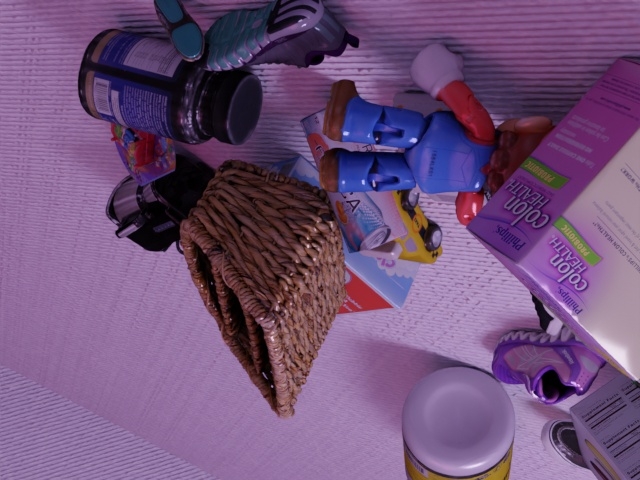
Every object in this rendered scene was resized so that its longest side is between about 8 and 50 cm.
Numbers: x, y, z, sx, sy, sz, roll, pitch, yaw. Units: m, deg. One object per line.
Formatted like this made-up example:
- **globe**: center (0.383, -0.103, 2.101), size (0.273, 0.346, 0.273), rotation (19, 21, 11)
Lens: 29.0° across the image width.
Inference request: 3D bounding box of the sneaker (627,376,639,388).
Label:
- **sneaker**: center (0.417, 0.118, 1.582), size (0.146, 0.134, 0.343), rotation (8, 149, 35)

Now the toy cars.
- **toy cars**: center (0.118, -0.053, 1.600), size (0.176, 0.087, 0.393), rotation (28, 154, -3)

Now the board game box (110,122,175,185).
- **board game box**: center (-0.269, -0.146, 1.770), size (0.169, 0.033, 0.133), rotation (-17, 95, 55)

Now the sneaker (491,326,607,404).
- **sneaker**: center (0.329, 0.195, 1.839), size (0.095, 0.104, 0.236), rotation (35, 154, -20)

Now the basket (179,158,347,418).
- **basket**: center (-0.100, 0.064, 1.665), size (0.213, 0.223, 0.299), rotation (20, 153, 13)

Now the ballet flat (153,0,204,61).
- **ballet flat**: center (-0.168, -0.255, 1.503), size (0.041, 0.041, 0.114), rotation (89, 155, -61)

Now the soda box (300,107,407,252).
- **soda box**: center (0.041, -0.080, 1.540), size (0.058, 0.063, 0.183), rotation (-15, 97, 67)

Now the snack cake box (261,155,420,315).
- **snack cake box**: center (0.000, 0.000, 1.806), size (0.264, 0.089, 0.152), rotation (41, 149, -27)

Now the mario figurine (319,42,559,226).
- **mario figurine**: center (0.166, -0.101, 1.406), size (0.321, 0.170, 0.198), rotation (9, 153, 5)

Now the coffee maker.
- **coffee maker**: center (-0.219, -0.051, 1.912), size (0.171, 0.120, 0.178), rotation (18, 162, -29)

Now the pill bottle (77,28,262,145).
- **pill bottle**: center (-0.192, -0.192, 1.591), size (0.219, 0.122, 0.123), rotation (17, 152, 20)

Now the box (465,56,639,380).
- **box**: center (0.316, -0.022, 1.272), size (0.213, 0.243, 0.117), rotation (41, 180, -28)

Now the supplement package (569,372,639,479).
- **supplement package**: center (0.481, 0.314, 1.761), size (0.203, 0.149, 0.194), rotation (55, 175, 39)

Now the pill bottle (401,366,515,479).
- **pill bottle**: center (0.238, 0.367, 2.145), size (0.188, 0.188, 0.334), rotation (19, 154, 16)

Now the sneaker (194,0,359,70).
- **sneaker**: center (-0.058, -0.224, 1.461), size (0.098, 0.083, 0.224), rotation (35, 155, -32)

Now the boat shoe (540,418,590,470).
- **boat shoe**: center (0.467, 0.349, 2.033), size (0.219, 0.077, 0.070), rotation (25, 156, -15)

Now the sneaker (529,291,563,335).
- **sneaker**: center (0.284, 0.033, 1.627), size (0.121, 0.079, 0.217), rotation (23, 146, 16)
